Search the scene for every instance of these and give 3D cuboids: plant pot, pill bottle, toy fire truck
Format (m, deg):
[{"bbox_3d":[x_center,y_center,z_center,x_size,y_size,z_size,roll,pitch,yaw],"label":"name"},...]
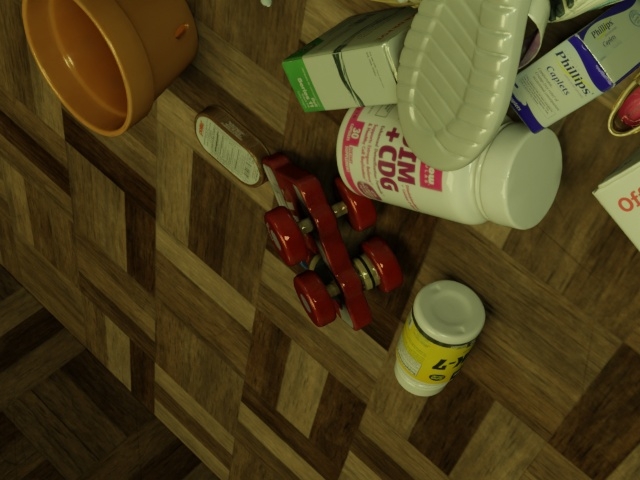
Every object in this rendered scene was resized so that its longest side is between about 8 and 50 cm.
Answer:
[{"bbox_3d":[-0.357,-0.360,1.657,0.290,0.203,0.291,33,144,28],"label":"plant pot"},{"bbox_3d":[0.193,0.170,1.569,0.119,0.119,0.209,39,147,19],"label":"pill bottle"},{"bbox_3d":[0.173,-0.111,1.276,0.283,0.160,0.160,18,135,41],"label":"pill bottle"},{"bbox_3d":[0.000,0.000,1.636,0.302,0.169,0.254,67,169,-22],"label":"toy fire truck"}]

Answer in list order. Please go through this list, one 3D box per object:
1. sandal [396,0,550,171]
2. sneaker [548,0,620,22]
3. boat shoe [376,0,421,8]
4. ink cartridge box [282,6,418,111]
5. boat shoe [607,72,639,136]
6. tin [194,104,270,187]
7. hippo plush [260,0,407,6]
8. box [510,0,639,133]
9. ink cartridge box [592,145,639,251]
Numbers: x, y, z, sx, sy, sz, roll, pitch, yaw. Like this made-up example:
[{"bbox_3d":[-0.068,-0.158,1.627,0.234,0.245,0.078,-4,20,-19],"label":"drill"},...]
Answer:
[{"bbox_3d":[0.191,-0.250,1.028,0.169,0.102,0.416,51,144,36],"label":"sandal"},{"bbox_3d":[0.320,-0.281,0.970,0.283,0.122,0.110,-166,82,-72],"label":"sneaker"},{"bbox_3d":[0.107,-0.357,1.179,0.341,0.122,0.110,18,171,30],"label":"boat shoe"},{"bbox_3d":[0.075,-0.249,1.269,0.208,0.153,0.087,5,126,51],"label":"ink cartridge box"},{"bbox_3d":[0.383,-0.170,1.046,0.063,0.059,0.170,45,148,10],"label":"boat shoe"},{"bbox_3d":[-0.165,-0.176,1.758,0.189,0.040,0.106,41,142,17],"label":"tin"},{"bbox_3d":[-0.005,-0.375,1.010,0.294,0.234,0.236,-53,49,16],"label":"hippo plush"},{"bbox_3d":[0.298,-0.200,1.060,0.072,0.126,0.137,53,149,-2],"label":"box"},{"bbox_3d":[0.488,-0.005,1.011,0.306,0.131,0.226,53,149,1],"label":"ink cartridge box"}]
